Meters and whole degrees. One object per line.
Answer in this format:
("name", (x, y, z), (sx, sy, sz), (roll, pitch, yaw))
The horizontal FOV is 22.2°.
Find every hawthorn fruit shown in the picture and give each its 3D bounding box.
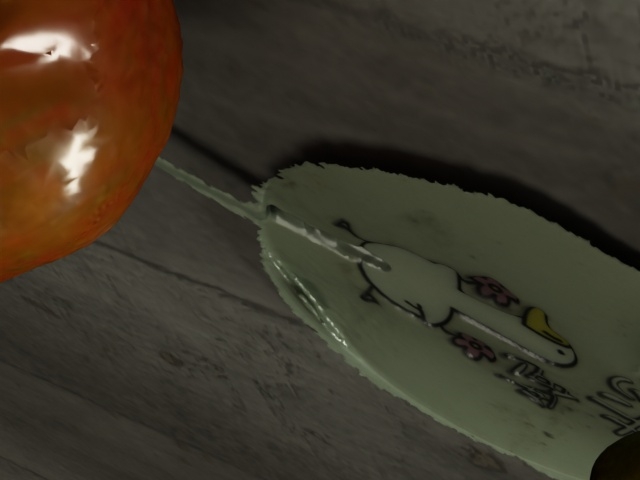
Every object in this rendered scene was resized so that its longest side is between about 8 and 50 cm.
("hawthorn fruit", (-0.150, -0.077, 0.530), (0.196, 0.196, 0.225), (44, -177, -23))

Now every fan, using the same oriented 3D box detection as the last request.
("fan", (0.000, -0.001, 0.650), (0.415, 0.012, 0.233), (29, 156, 4))

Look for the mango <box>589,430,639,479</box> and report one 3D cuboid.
("mango", (0.205, 0.122, 0.498), (0.267, 0.111, 0.133), (26, 153, 35))
